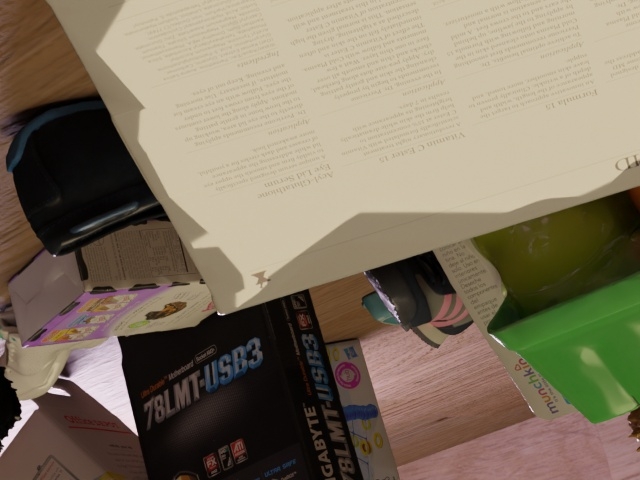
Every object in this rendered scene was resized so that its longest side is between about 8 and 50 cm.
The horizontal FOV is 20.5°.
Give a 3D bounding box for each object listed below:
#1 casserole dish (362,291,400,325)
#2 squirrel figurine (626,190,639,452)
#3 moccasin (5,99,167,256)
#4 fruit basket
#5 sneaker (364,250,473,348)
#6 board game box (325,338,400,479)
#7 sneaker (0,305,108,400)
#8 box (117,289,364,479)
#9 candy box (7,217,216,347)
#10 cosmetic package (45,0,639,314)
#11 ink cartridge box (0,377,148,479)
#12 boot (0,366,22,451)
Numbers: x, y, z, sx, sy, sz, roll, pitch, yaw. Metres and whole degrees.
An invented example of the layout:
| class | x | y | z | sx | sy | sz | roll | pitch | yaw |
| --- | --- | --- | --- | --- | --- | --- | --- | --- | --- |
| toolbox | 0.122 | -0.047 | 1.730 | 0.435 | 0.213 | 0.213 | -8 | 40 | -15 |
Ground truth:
| class | x | y | z | sx | sy | sz | roll | pitch | yaw |
| --- | --- | --- | --- | --- | --- | --- | --- | --- | --- |
| casserole dish | 0.142 | 0.067 | 2.221 | 0.188 | 0.037 | 0.114 | -21 | 164 | 24 |
| squirrel figurine | 0.363 | 0.008 | 1.497 | 0.281 | 0.397 | 0.370 | -11 | 176 | 5 |
| moccasin | -0.071 | -0.051 | 1.380 | 0.342 | 0.117 | 0.138 | -11 | 165 | -18 |
| fruit basket | 0.201 | -0.066 | 1.239 | 0.327 | 0.353 | 0.165 | -26 | -174 | 34 |
| sneaker | 0.130 | 0.035 | 1.996 | 0.131 | 0.112 | 0.319 | -35 | 166 | 7 |
| board game box | -0.053 | 0.308 | 2.381 | 0.302 | 0.308 | 0.086 | -8 | 163 | -29 |
| sneaker | -0.302 | 0.100 | 1.835 | 0.094 | 0.080 | 0.212 | 11 | 146 | -36 |
| box | -0.094 | 0.169 | 1.839 | 0.073 | 0.293 | 0.295 | -6 | 164 | -38 |
| candy box | -0.177 | 0.038 | 1.702 | 0.196 | 0.070 | 0.165 | -5 | 162 | -33 |
| cosmetic package | 0.064 | -0.128 | 1.015 | 0.377 | 0.097 | 0.284 | -17 | 131 | 8 |
| ink cartridge box | -0.250 | 0.307 | 2.080 | 0.119 | 0.353 | 0.207 | -52 | 159 | 6 |
| boot | -0.306 | 0.063 | 1.387 | 0.094 | 0.207 | 0.246 | -15 | 165 | -2 |
